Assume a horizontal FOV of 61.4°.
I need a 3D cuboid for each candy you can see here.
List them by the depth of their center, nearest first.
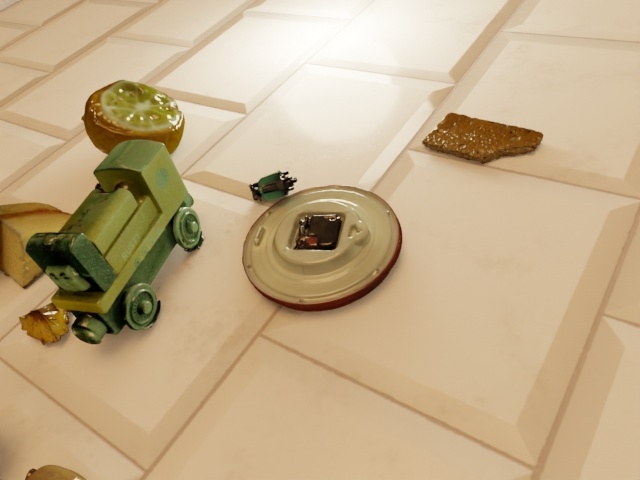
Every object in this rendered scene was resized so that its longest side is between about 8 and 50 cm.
[{"bbox_3d":[-0.492,-0.317,1.435,0.260,0.118,0.259,10,47,-11],"label":"candy"}]

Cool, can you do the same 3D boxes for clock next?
[{"bbox_3d":[0.000,0.000,1.057,0.319,0.080,0.318,-9,44,9],"label":"clock"}]

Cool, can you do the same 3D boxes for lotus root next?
[{"bbox_3d":[-0.395,0.383,0.812,0.150,0.062,0.073,9,51,26],"label":"lotus root"}]

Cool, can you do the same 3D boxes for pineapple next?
[{"bbox_3d":[-0.543,0.144,1.089,0.114,0.077,0.114,13,38,22],"label":"pineapple"}]

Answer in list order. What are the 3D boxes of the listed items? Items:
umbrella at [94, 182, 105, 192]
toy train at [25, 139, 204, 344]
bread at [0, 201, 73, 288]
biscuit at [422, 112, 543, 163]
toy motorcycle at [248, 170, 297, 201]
[{"bbox_3d":[-0.530,-0.205,1.437,0.053,0.052,0.250,14,46,-5],"label":"umbrella"},{"bbox_3d":[-0.384,-0.003,1.054,0.160,0.253,0.397,3,47,21],"label":"toy train"},{"bbox_3d":[-0.681,-0.002,1.301,0.240,0.135,0.178,23,24,34],"label":"bread"},{"bbox_3d":[0.360,-0.223,1.204,0.237,0.026,0.131,24,59,33],"label":"biscuit"},{"bbox_3d":[-0.104,-0.117,1.169,0.100,0.058,0.173,-19,9,-6],"label":"toy motorcycle"}]
